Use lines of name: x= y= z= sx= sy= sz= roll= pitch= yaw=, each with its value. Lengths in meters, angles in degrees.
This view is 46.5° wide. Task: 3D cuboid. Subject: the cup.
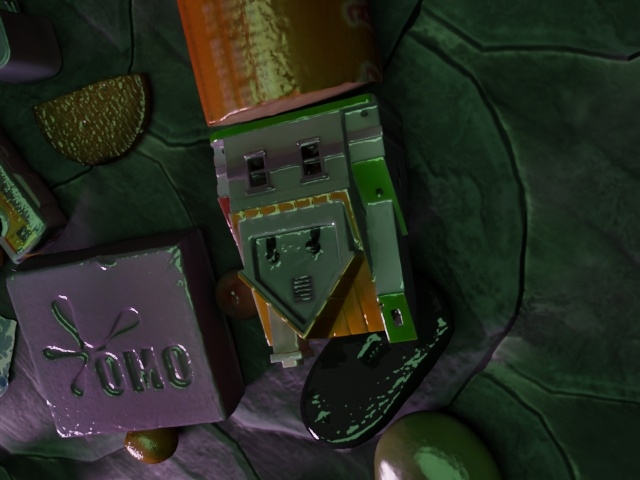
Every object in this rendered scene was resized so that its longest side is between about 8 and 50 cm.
cup: x=-0.457 y=-0.297 z=1.080 sx=0.095 sy=0.129 sz=0.128 roll=-12 pitch=95 yaw=13

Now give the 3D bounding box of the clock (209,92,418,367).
clock: x=0.000 y=0.000 z=0.956 sx=0.235 sy=0.166 sz=0.309 roll=-10 pitch=81 yaw=20

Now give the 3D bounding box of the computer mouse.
computer mouse: x=0.078 y=0.165 z=1.032 sx=0.137 sy=0.086 sz=0.269 roll=36 pitch=93 yaw=20

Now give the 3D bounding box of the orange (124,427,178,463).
orange: x=-0.269 y=0.318 z=1.189 sx=0.085 sy=0.085 sz=0.085 roll=4 pitch=104 yaw=17

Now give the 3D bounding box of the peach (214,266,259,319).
peach: x=-0.115 y=0.078 z=1.084 sx=0.083 sy=0.083 sz=0.083 roll=4 pitch=104 yaw=17

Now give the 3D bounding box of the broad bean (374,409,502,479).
broad bean: x=0.172 y=0.368 z=1.051 sx=0.189 sy=0.121 sz=0.263 roll=-21 pitch=81 yaw=26

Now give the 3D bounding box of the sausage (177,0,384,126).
sausage: x=-0.059 y=-0.298 z=0.898 sx=0.233 sy=0.233 sz=0.287 roll=-8 pitch=100 yaw=19

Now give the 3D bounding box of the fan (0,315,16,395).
fan: x=-0.594 y=0.217 z=1.305 sx=0.131 sy=0.009 sz=0.240 roll=36 pitch=111 yaw=7

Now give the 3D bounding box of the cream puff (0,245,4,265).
cream puff: x=-0.589 y=0.026 z=1.199 sx=0.144 sy=0.126 sz=0.103 roll=-46 pitch=70 yaw=13

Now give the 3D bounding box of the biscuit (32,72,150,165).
biscuit: x=-0.336 y=-0.176 z=1.122 sx=0.206 sy=0.025 sz=0.126 roll=-12 pitch=98 yaw=21

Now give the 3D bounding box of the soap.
soap: x=-0.289 y=0.140 z=1.125 sx=0.296 sy=0.107 sz=0.285 roll=-11 pitch=103 yaw=15

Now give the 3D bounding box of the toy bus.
toy bus: x=-0.510 y=-0.095 z=1.166 sx=0.106 sy=0.092 sz=0.268 roll=-37 pitch=89 yaw=12
